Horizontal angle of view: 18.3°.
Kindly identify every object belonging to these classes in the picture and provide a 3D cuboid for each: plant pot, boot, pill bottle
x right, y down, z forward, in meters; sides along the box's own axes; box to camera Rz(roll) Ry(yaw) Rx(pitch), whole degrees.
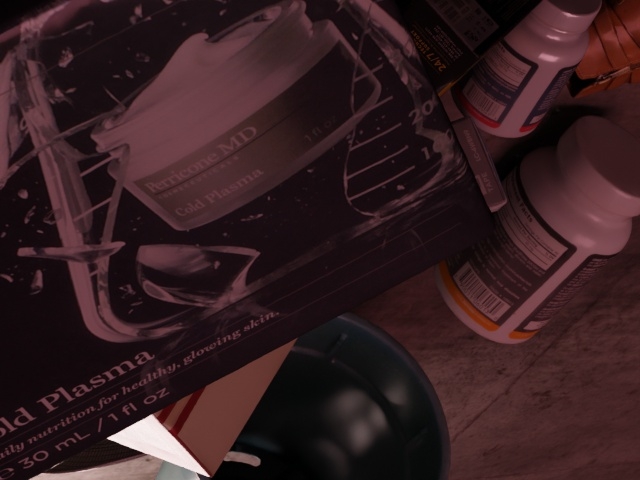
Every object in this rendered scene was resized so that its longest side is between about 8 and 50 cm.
[{"bbox_3d":[-0.055,0.303,2.492,0.341,0.341,0.334,-13,156,-28],"label":"plant pot"},{"bbox_3d":[0.382,-0.206,2.217,0.220,0.109,0.283,-31,151,3],"label":"boot"},{"bbox_3d":[0.274,-0.013,2.396,0.162,0.162,0.278,1,141,-43],"label":"pill bottle"},{"bbox_3d":[0.219,-0.203,2.078,0.108,0.108,0.180,-9,147,-33],"label":"pill bottle"}]

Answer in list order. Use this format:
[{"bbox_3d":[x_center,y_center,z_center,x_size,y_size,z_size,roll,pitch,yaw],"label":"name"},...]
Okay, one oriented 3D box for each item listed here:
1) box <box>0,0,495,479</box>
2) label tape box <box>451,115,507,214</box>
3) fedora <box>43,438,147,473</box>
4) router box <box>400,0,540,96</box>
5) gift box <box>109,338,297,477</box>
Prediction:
[{"bbox_3d":[-0.181,-0.112,1.471,0.480,0.297,0.472,-28,144,2],"label":"box"},{"bbox_3d":[0.000,0.000,2.146,0.347,0.115,0.249,-22,172,-16],"label":"label tape box"},{"bbox_3d":[-0.237,0.133,2.166,0.275,0.244,0.124,-14,120,-21],"label":"fedora"},{"bbox_3d":[0.081,-0.161,1.898,0.243,0.081,0.309,-42,-179,27],"label":"router box"},{"bbox_3d":[-0.140,0.042,1.814,0.258,0.276,0.255,-59,145,-21],"label":"gift box"}]
